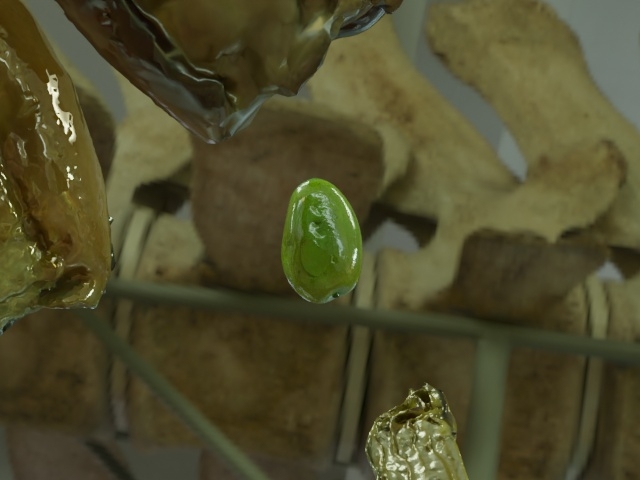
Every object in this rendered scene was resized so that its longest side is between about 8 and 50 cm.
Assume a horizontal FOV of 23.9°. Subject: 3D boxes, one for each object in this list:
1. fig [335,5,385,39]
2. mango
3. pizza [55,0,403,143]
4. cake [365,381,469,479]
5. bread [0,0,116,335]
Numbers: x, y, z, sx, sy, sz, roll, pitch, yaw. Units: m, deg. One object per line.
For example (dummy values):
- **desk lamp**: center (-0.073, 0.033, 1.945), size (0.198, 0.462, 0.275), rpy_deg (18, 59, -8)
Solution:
- **fig**: center (-0.008, -0.213, 1.320), size (0.154, 0.103, 0.109), rpy_deg (-40, -75, 15)
- **mango**: center (0.000, 0.000, 1.301), size (0.073, 0.108, 0.056), rpy_deg (-6, -3, -25)
- **pizza**: center (-0.047, -0.300, 0.413), size (0.392, 0.435, 0.080), rpy_deg (34, -6, -23)
- **cake**: center (0.066, 0.186, 0.971), size (0.079, 0.185, 0.116), rpy_deg (-11, -52, -6)
- **bread**: center (-0.209, -0.070, 0.709), size (0.251, 0.174, 0.133), rpy_deg (53, -25, 22)
